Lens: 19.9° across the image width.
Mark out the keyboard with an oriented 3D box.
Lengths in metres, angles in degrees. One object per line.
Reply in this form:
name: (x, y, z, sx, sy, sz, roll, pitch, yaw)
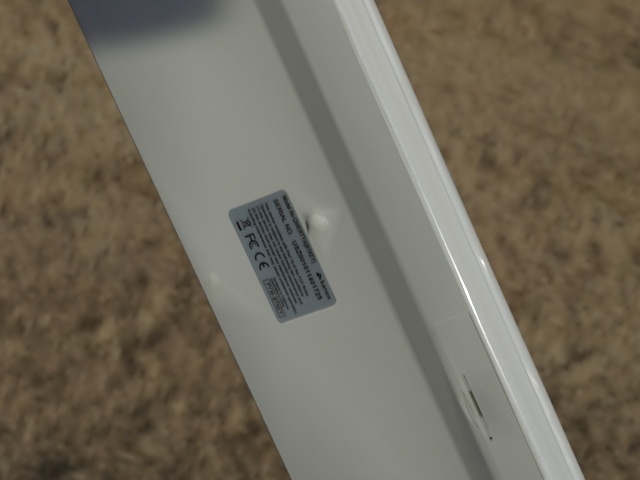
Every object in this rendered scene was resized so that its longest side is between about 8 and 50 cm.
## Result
keyboard: (0.000, 0.000, 0.410, 0.072, 0.256, 0.014, -19, 8, 38)
